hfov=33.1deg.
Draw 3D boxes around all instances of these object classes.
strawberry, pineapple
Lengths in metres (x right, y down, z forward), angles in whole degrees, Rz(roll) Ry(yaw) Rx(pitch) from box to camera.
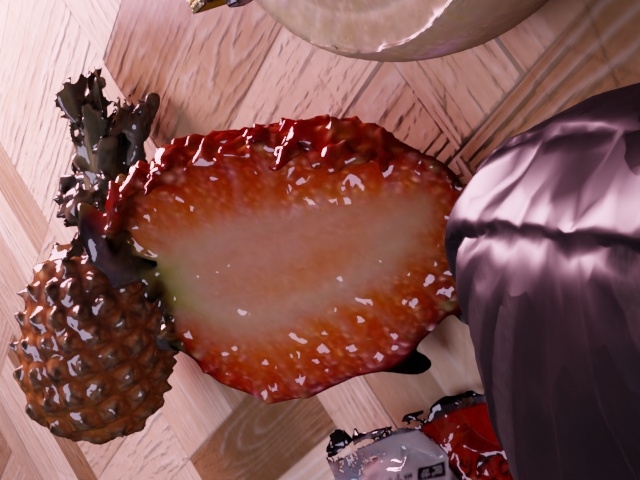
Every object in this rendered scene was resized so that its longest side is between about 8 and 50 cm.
[{"bbox_3d":[0.000,0.000,0.776,0.306,0.138,0.233,-12,122,31],"label":"strawberry"},{"bbox_3d":[-0.205,0.020,1.040,0.175,0.175,0.361,35,122,38],"label":"pineapple"}]

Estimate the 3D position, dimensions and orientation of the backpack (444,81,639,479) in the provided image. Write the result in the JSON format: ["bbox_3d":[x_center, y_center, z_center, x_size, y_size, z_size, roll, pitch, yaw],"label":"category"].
[{"bbox_3d":[0.235,0.142,0.371,0.363,0.254,0.446,-171,64,-71],"label":"backpack"}]

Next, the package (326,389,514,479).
[{"bbox_3d":[0.110,0.209,0.795,0.269,0.071,0.194,-22,95,44],"label":"package"}]

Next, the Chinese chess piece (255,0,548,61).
[{"bbox_3d":[0.035,-0.229,0.562,0.270,0.112,0.270,32,135,38],"label":"Chinese chess piece"}]

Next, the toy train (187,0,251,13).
[{"bbox_3d":[-0.101,-0.259,0.781,0.081,0.060,0.202,-17,97,64],"label":"toy train"}]
